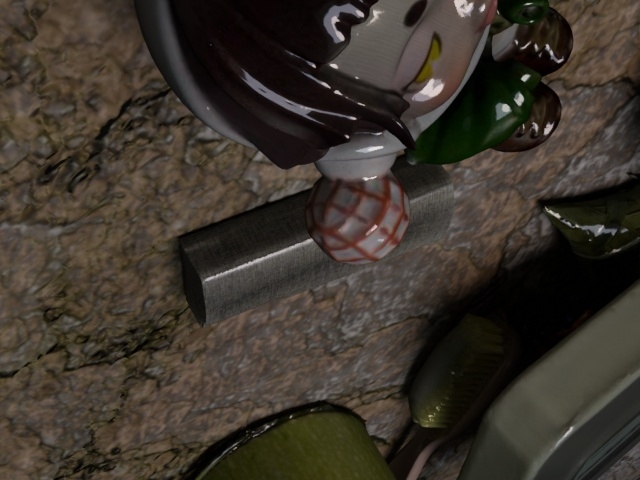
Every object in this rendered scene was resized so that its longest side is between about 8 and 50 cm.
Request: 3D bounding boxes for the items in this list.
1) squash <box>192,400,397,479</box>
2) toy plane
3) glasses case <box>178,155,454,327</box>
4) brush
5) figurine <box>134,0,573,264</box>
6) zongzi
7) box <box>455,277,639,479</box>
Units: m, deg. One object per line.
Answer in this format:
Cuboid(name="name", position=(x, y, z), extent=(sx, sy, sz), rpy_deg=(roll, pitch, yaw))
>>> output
Cuboid(name="squash", position=(-0.027, 0.267, 1.029), extent=(0.220, 0.133, 0.220), rpy_deg=(-17, 143, -13))
Cuboid(name="toy plane", position=(0.233, 0.081, 1.056), extent=(0.135, 0.062, 0.188), rpy_deg=(-25, 156, -7))
Cuboid(name="glasses case", position=(0.000, 0.000, 0.801), extent=(0.204, 0.047, 0.071), rpy_deg=(-21, 143, -19))
Cuboid(name="brush", position=(0.100, 0.180, 1.087), extent=(0.067, 0.072, 0.313), rpy_deg=(13, 130, -18))
Cuboid(name="figurine", position=(0.035, -0.128, 0.593), extent=(0.370, 0.167, 0.281), rpy_deg=(8, 93, -55))
Cuboid(name="zongzi", position=(0.264, -0.030, 0.975), extent=(0.109, 0.055, 0.119), rpy_deg=(-40, 133, 4))
Cuboid(name="box", position=(0.294, 0.148, 1.077), extent=(0.367, 0.090, 0.373), rpy_deg=(-34, 155, -19))
